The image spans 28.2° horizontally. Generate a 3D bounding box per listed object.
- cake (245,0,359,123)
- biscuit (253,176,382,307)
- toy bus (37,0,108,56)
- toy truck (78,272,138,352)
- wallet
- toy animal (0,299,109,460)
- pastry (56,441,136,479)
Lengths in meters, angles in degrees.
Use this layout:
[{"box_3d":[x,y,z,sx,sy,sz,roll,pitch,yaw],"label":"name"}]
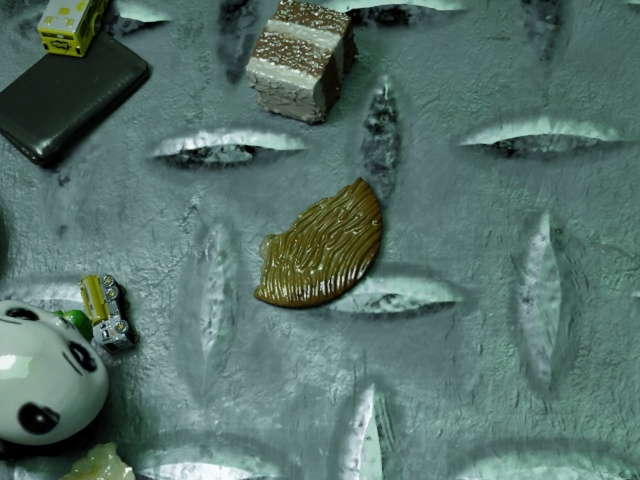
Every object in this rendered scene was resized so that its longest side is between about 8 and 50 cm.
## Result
[{"box_3d":[-0.027,-0.270,1.949,0.134,0.135,0.147,15,69,12],"label":"cake"},{"box_3d":[0.000,0.000,1.884,0.176,0.031,0.229,15,70,13],"label":"biscuit"},{"box_3d":[-0.390,-0.405,2.091,0.081,0.074,0.226,10,60,15],"label":"toy bus"},{"box_3d":[-0.315,0.105,1.877,0.062,0.052,0.123,-22,64,4],"label":"toy truck"},{"box_3d":[-0.408,-0.238,2.047,0.168,0.052,0.245,37,70,27],"label":"wallet"},{"box_3d":[-0.387,0.183,1.730,0.212,0.267,0.213,4,69,-10],"label":"toy animal"},{"box_3d":[-0.368,0.375,1.746,0.258,0.089,0.121,-27,62,-4],"label":"pastry"}]
